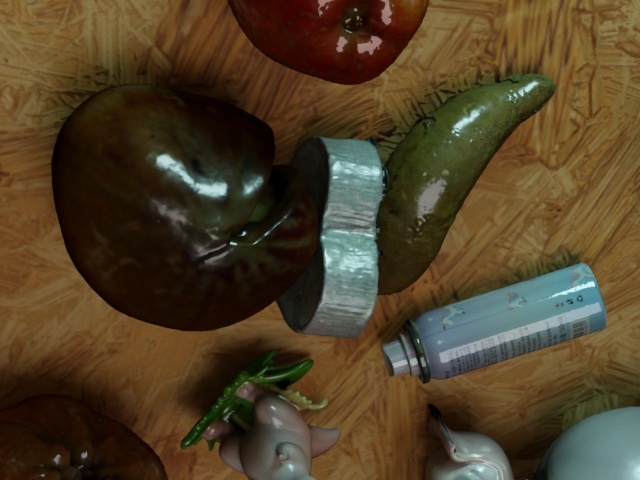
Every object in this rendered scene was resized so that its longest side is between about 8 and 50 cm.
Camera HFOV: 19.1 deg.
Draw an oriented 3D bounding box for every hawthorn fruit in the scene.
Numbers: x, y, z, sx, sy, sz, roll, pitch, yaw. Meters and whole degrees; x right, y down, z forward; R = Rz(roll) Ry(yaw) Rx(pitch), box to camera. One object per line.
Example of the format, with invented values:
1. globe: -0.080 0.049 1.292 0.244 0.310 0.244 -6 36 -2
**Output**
1. hawthorn fruit: 0.011 -0.218 1.605 0.189 0.189 0.189 -9 129 -11
2. hawthorn fruit: -0.270 0.282 1.869 0.258 0.258 0.262 -1 163 -17

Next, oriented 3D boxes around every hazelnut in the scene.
1. hazelnut: -0.126 -0.028 1.686 0.217 0.217 0.251 -41 112 15

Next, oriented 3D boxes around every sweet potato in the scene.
1. sweet potato: 0.098 -0.044 1.814 0.098 0.124 0.310 41 108 9

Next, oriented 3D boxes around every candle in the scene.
1. candle: 0.000 0.000 1.798 0.068 0.192 0.168 9 167 -23

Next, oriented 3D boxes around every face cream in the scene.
1. face cream: 0.176 0.090 1.962 0.229 0.075 0.075 -17 130 -5

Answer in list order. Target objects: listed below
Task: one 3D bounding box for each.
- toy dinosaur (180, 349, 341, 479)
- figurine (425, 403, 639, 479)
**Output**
1. toy dinosaur: -0.027 0.208 1.910 0.152 0.177 0.194 -49 170 11
2. figurine: 0.289 0.287 2.050 0.361 0.253 0.211 3 110 -10
